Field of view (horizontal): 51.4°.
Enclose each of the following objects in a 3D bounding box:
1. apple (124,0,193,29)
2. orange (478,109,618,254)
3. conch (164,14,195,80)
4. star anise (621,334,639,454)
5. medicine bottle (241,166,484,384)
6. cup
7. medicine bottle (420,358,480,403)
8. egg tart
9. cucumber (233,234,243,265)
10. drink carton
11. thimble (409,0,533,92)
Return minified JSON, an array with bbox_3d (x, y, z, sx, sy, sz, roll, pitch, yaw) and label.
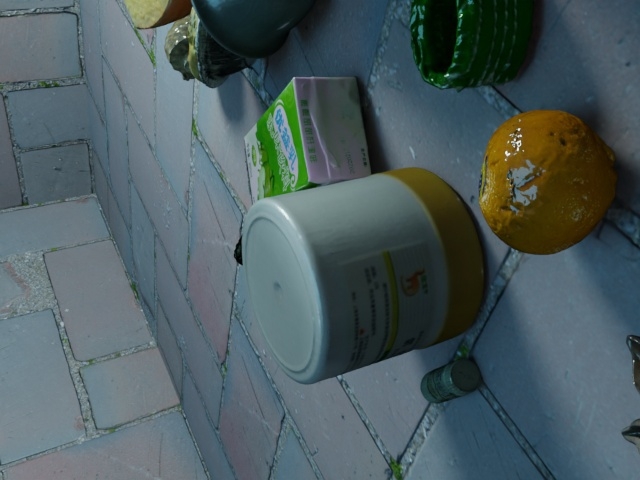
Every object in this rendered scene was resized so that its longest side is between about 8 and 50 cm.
[{"bbox_3d":[-0.250,-0.541,1.121,0.309,0.252,0.313,-14,54,54],"label":"apple"},{"bbox_3d":[0.207,-0.052,0.613,0.135,0.118,0.135,12,-90,-79],"label":"orange"},{"bbox_3d":[-0.272,-0.415,1.386,0.155,0.130,0.207,-50,47,44],"label":"conch"},{"bbox_3d":[0.328,0.168,0.528,0.212,0.073,0.196,40,133,55],"label":"star anise"},{"bbox_3d":[0.046,0.041,0.850,0.238,0.232,0.237,41,138,51],"label":"medicine bottle"},{"bbox_3d":[-0.073,-0.386,0.977,0.150,0.199,0.199,-9,95,46],"label":"cup"},{"bbox_3d":[0.171,0.188,0.883,0.047,0.047,0.083,69,154,15],"label":"medicine bottle"},{"bbox_3d":[-0.142,-0.364,1.116,0.094,0.234,0.234,21,135,7],"label":"egg tart"},{"bbox_3d":[-0.121,-0.004,1.350,0.303,0.072,0.081,-28,78,64],"label":"cucumber"},{"bbox_3d":[-0.029,-0.136,1.040,0.271,0.108,0.161,155,107,-65],"label":"drink carton"},{"bbox_3d":[0.151,-0.217,0.675,0.118,0.090,0.130,9,109,65],"label":"thimble"}]
